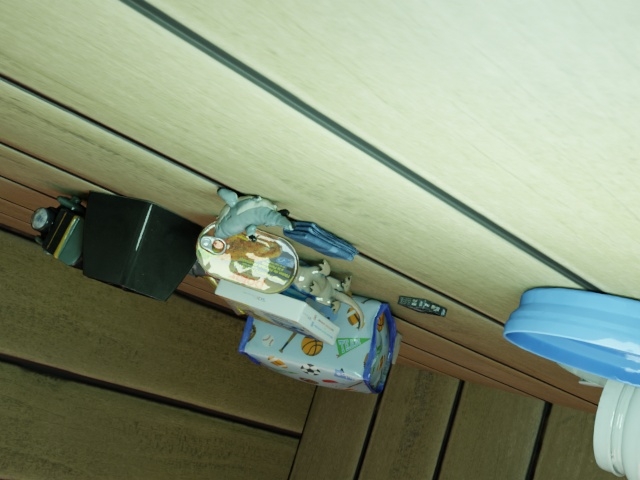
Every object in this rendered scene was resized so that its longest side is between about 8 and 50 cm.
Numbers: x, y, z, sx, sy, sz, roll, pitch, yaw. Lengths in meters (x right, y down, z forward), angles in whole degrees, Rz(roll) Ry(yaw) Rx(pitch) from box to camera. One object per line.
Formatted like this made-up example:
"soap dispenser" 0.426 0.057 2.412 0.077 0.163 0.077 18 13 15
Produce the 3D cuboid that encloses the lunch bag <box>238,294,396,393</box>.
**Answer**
"lunch bag" 0.010 0.244 2.199 0.327 0.239 0.385 13 163 14

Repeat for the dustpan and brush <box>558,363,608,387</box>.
"dustpan and brush" 0.637 0.319 1.991 0.147 0.060 0.211 23 170 -28

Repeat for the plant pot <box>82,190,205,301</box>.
"plant pot" -0.362 0.019 1.770 0.187 0.167 0.188 11 170 36

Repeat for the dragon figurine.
"dragon figurine" -0.023 0.086 1.768 0.144 0.085 0.289 12 165 42

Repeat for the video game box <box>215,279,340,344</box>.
"video game box" -0.085 0.144 1.814 0.205 0.048 0.187 16 164 29

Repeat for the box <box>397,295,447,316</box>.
"box" 0.211 0.136 1.847 0.067 0.018 0.083 24 169 -35

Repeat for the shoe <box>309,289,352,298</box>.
"shoe" -0.034 0.078 1.881 0.219 0.058 0.076 16 151 -11

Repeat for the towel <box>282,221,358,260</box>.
"towel" 0.000 0.000 1.411 0.067 0.029 0.119 8 167 45

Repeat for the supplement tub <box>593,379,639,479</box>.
"supplement tub" 0.665 0.342 1.523 0.331 0.241 0.241 10 168 39

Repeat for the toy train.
"toy train" -0.468 0.017 1.938 0.190 0.142 0.334 30 180 35

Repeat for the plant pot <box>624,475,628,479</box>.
"plant pot" 0.837 0.465 2.004 0.263 0.263 0.229 22 153 -28

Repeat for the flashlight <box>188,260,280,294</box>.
"flashlight" -0.186 0.074 1.991 0.304 0.103 0.103 19 -148 11

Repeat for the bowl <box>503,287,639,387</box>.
"bowl" 0.470 0.159 1.322 0.391 0.077 0.391 17 170 3

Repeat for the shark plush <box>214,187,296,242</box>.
"shark plush" -0.090 -0.026 1.302 0.161 0.067 0.073 12 169 32

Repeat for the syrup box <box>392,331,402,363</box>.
"syrup box" 0.163 0.294 2.624 0.096 0.093 0.237 14 170 20

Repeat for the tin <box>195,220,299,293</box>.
"tin" -0.132 0.030 1.591 0.189 0.106 0.040 21 171 -15

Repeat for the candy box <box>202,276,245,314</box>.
"candy box" -0.259 0.103 2.211 0.206 0.027 0.105 48 169 -4
